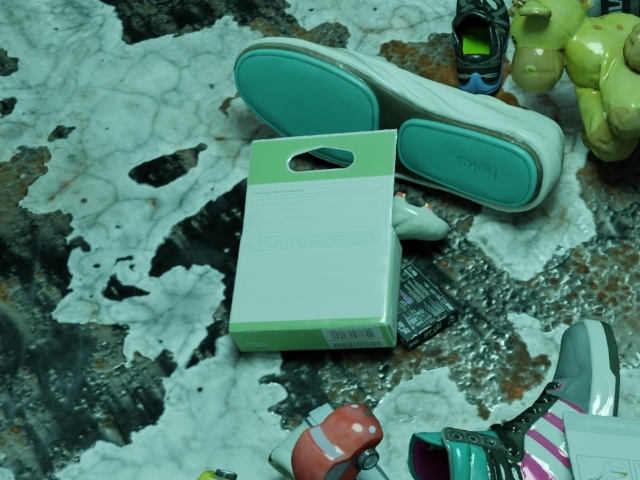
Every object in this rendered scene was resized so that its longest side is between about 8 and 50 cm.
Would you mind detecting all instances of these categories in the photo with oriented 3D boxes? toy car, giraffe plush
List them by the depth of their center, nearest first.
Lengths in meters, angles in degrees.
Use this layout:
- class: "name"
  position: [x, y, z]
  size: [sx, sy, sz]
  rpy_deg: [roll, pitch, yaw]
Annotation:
- class: "toy car"
  position: [-0.033, 0.279, 1.373]
  size: [0.239, 0.053, 0.225]
  rpy_deg: [-29, 59, 35]
- class: "giraffe plush"
  position: [0.281, -0.206, 1.673]
  size: [0.170, 0.181, 0.210]
  rpy_deg: [18, 69, -4]

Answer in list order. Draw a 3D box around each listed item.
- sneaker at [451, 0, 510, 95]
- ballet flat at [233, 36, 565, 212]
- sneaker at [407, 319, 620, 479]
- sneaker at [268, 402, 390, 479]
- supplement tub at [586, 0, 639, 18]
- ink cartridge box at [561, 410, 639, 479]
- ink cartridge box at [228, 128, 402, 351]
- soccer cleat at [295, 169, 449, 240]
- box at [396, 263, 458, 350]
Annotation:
- class: "sneaker"
  position: [0.192, -0.256, 1.849]
  size: [0.067, 0.078, 0.188]
  rpy_deg: [-1, 48, 9]
- class: "ballet flat"
  position: [0.094, -0.141, 1.749]
  size: [0.400, 0.139, 0.139]
  rpy_deg: [21, 55, 21]
- class: "sneaker"
  position: [0.173, 0.187, 1.425]
  size: [0.178, 0.124, 0.295]
  rpy_deg: [12, 52, 3]
- class: "sneaker"
  position: [0.041, 0.265, 1.415]
  size: [0.091, 0.094, 0.258]
  rpy_deg: [-40, 47, 0]
- class: "supplement tub"
  position: [0.390, -0.335, 1.807]
  size: [0.316, 0.193, 0.193]
  rpy_deg: [-9, 47, 3]
- class: "ink cartridge box"
  position: [0.341, 0.260, 1.306]
  size: [0.275, 0.060, 0.239]
  rpy_deg: [7, 36, -5]
- class: "ink cartridge box"
  position: [0.000, 0.000, 1.630]
  size: [0.171, 0.056, 0.235]
  rpy_deg: [-3, 58, 15]
- class: "soccer cleat"
  position: [0.042, -0.019, 1.680]
  size: [0.196, 0.068, 0.076]
  rpy_deg: [14, 77, 16]
- class: "box"
  position: [0.094, 0.069, 1.615]
  size: [0.067, 0.018, 0.083]
  rpy_deg: [-32, 51, -18]
